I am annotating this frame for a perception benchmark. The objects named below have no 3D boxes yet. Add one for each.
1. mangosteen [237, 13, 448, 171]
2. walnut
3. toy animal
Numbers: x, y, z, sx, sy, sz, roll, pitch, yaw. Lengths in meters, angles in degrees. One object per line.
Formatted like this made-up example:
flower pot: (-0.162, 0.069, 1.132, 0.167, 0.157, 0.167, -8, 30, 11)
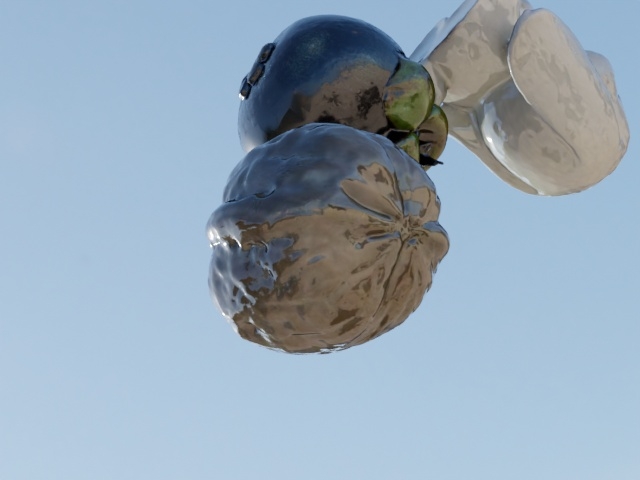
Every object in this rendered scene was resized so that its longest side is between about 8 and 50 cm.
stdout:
mangosteen: (0.023, -0.131, 2.131, 0.243, 0.243, 0.243, -27, -28, -16)
walnut: (0.000, 0.000, 1.758, 0.224, 0.224, 0.224, -27, -28, -16)
toy animal: (0.238, -0.162, 2.301, 0.206, 0.265, 0.271, -51, 9, -36)
